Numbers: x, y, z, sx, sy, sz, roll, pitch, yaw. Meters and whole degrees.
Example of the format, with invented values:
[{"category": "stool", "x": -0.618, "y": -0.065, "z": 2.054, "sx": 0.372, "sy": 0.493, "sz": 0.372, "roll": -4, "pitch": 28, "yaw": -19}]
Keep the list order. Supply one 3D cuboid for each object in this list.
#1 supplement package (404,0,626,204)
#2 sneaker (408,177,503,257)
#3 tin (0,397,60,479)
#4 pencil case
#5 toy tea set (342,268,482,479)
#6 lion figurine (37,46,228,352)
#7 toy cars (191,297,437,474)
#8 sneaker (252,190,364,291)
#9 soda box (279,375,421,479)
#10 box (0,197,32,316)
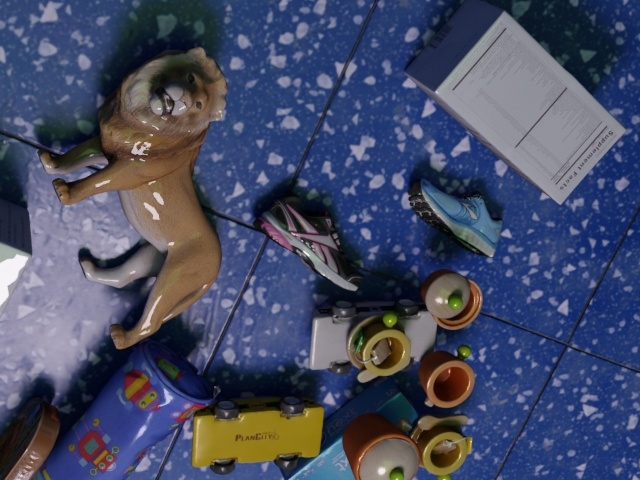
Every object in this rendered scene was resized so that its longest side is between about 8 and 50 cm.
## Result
[{"category": "supplement package", "x": 0.255, "y": -0.183, "z": 1.591, "sx": 0.244, "sy": 0.134, "sz": 0.139, "roll": 39, "pitch": 96, "yaw": -23}, {"category": "sneaker", "x": 0.189, "y": -0.044, "z": 1.675, "sx": 0.162, "sy": 0.063, "sz": 0.073, "roll": 35, "pitch": 80, "yaw": -27}, {"category": "tin", "x": -0.410, "y": 0.297, "z": 1.608, "sx": 0.040, "sy": 0.106, "sz": 0.190, "roll": 34, "pitch": 99, "yaw": -23}, {"category": "pencil case", "x": -0.273, "y": 0.265, "z": 1.609, "sx": 0.119, "sy": 0.133, "sz": 0.306, "roll": 45, "pitch": 104, "yaw": 8}, {"category": "toy tea set", "x": 0.136, "y": 0.203, "z": 1.626, "sx": 0.200, "sy": 0.124, "sz": 0.336, "roll": -5, "pitch": 112, "yaw": -18}, {"category": "lion figurine", "x": -0.204, "y": -0.046, "z": 1.541, "sx": 0.240, "sy": 0.142, "sz": 0.392, "roll": -22, "pitch": 127, "yaw": -14}, {"category": "toy cars", "x": -0.016, "y": 0.190, "z": 1.687, "sx": 0.393, "sy": 0.087, "sz": 0.176, "roll": -39, "pitch": 118, "yaw": -2}, {"category": "sneaker", "x": 0.000, "y": 0.000, "z": 1.630, "sx": 0.178, "sy": 0.072, "sz": 0.077, "roll": 38, "pitch": 86, "yaw": -29}, {"category": "soda box", "x": 0.042, "y": 0.290, "z": 1.742, "sx": 0.210, "sy": 0.067, "sz": 0.071, "roll": -38, "pitch": 115, "yaw": 1}, {"category": "box", "x": -0.442, "y": 0.042, "z": 1.467, "sx": 0.119, "sy": 0.182, "sz": 0.181, "roll": 24, "pitch": 102, "yaw": -21}]
